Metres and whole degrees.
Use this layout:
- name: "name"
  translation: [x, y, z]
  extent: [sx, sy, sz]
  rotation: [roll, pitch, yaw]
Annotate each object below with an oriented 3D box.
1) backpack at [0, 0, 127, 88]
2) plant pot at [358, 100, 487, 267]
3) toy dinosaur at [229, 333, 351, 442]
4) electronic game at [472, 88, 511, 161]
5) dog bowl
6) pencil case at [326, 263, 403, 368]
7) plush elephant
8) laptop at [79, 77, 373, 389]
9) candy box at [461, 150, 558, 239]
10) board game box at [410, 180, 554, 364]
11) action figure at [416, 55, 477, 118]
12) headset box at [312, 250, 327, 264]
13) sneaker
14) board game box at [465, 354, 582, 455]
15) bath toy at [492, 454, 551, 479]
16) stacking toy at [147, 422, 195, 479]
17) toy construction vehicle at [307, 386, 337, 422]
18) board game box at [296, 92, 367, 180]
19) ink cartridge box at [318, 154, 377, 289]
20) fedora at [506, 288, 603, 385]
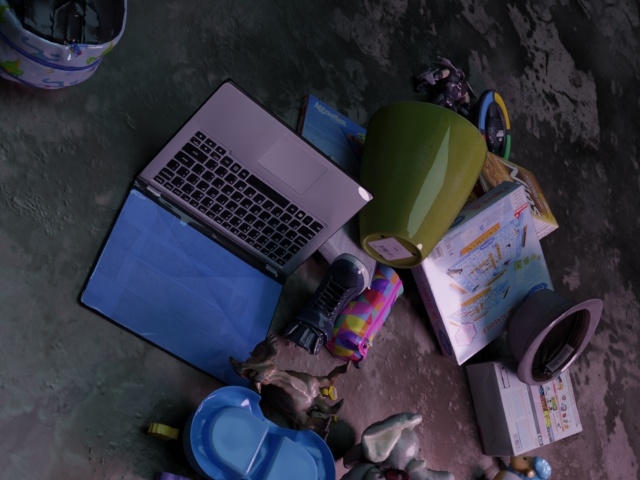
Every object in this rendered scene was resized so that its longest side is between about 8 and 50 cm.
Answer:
- name: "backpack"
  translation: [-0.457, -0.430, 1.413]
  extent: [0.290, 0.273, 0.355]
  rotation: [0, 55, -45]
- name: "plant pot"
  translation: [0.192, -0.097, 1.825]
  extent: [0.275, 0.275, 0.293]
  rotation: [36, 58, -28]
- name: "toy dinosaur"
  translation: [-0.062, 0.277, 1.577]
  extent: [0.200, 0.295, 0.127]
  rotation: [19, 58, 10]
- name: "electronic game"
  translation: [0.464, -0.291, 2.282]
  extent: [0.229, 0.048, 0.229]
  rotation: [3, 87, -57]
- name: "dog bowl"
  translation: [-0.111, 0.376, 1.474]
  extent: [0.297, 0.074, 0.165]
  rotation: [38, 56, -18]
- name: "pencil case"
  translation: [0.097, 0.157, 1.809]
  extent: [0.104, 0.104, 0.236]
  rotation: [48, 49, -20]
- name: "plush elephant"
  translation: [0.127, 0.464, 1.620]
  extent: [0.330, 0.272, 0.255]
  rotation: [42, 75, 5]
- name: "laptop"
  translation: [-0.152, 0.004, 1.545]
  extent: [0.382, 0.408, 0.236]
  rotation: [36, 22, -30]
- name: "candy box"
  translation: [0.455, -0.120, 2.144]
  extent: [0.317, 0.088, 0.182]
  rotation: [16, 48, -42]
- name: "board game box"
  translation: [0.377, 0.074, 1.974]
  extent: [0.319, 0.066, 0.317]
  rotation: [-32, 117, -19]
- name: "action figure"
  translation: [0.317, -0.350, 2.179]
  extent: [0.185, 0.099, 0.285]
  rotation: [34, 52, -21]
- name: "headset box"
  translation: [0.000, 0.000, 1.815]
  extent: [0.062, 0.032, 0.083]
  rotation: [-43, 108, -42]
- name: "sneaker"
  translation: [0.010, 0.133, 1.661]
  extent: [0.086, 0.226, 0.163]
  rotation: [34, 55, 4]
- name: "board game box"
  translation: [0.510, 0.394, 2.109]
  extent: [0.303, 0.098, 0.223]
  rotation: [-3, 79, -41]
- name: "bath toy"
  translation: [0.419, 0.649, 1.922]
  extent: [0.151, 0.129, 0.348]
  rotation: [52, 50, -18]
- name: "stacking toy"
  translation: [-0.219, 0.424, 1.466]
  extent: [0.221, 0.052, 0.166]
  rotation: [28, 59, -34]
- name: "toy construction vehicle"
  translation: [-0.008, 0.325, 1.708]
  extent: [0.098, 0.035, 0.085]
  rotation: [15, 56, -41]
- name: "board game box"
  translation: [0.060, -0.207, 1.941]
  extent: [0.281, 0.027, 0.145]
  rotation: [28, 61, -33]
- name: "ink cartridge box"
  translation: [0.048, -0.036, 1.823]
  extent: [0.224, 0.045, 0.223]
  rotation: [50, 35, -26]
- name: "fedora"
  translation: [0.527, 0.208, 1.987]
  extent: [0.244, 0.124, 0.275]
  rotation: [-23, 137, -25]
